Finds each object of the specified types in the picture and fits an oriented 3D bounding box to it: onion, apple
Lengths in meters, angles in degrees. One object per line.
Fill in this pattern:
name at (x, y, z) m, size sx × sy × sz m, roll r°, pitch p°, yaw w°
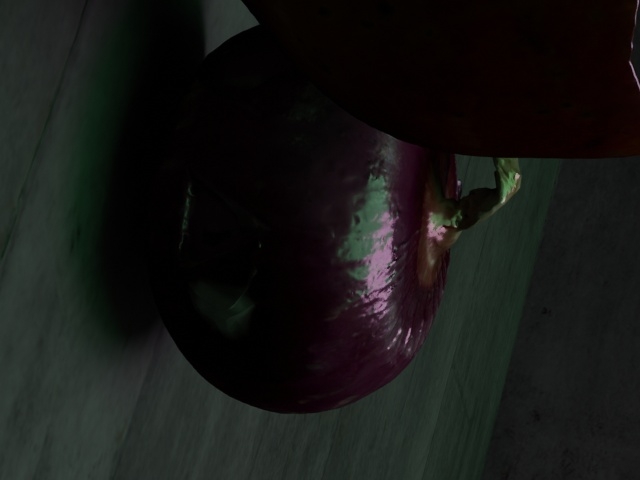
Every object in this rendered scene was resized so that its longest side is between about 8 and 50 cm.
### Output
onion at (-0.013, -0.004, 0.878) m, size 0.207 × 0.200 × 0.200 m, roll -62°, pitch -179°, yaw 45°
apple at (0.054, -0.218, 0.705) m, size 0.295 × 0.328 × 0.365 m, roll -49°, pitch 156°, yaw -18°
